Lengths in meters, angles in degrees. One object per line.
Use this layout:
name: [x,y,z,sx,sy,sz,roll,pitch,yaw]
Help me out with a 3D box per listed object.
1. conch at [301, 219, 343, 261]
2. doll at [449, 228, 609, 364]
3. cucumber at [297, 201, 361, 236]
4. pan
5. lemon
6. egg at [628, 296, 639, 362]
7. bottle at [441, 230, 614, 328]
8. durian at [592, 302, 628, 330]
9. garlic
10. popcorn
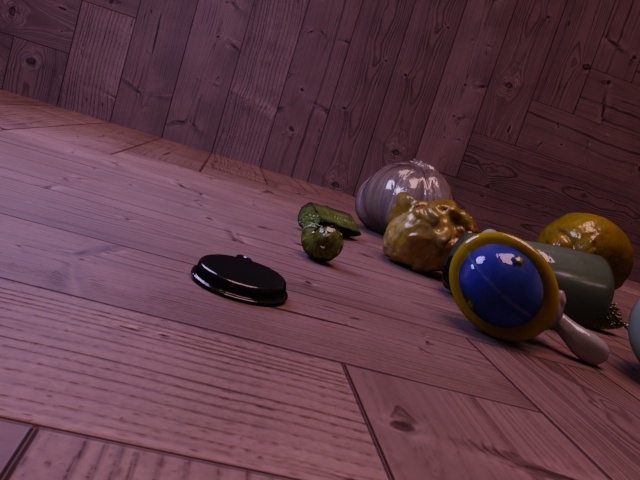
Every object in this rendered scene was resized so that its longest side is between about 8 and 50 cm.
conch: [0.000,0.000,1.205,0.089,0.074,0.121,55,-13,4]
doll: [0.347,0.115,1.061,0.311,0.159,0.242,46,5,19]
cucumber: [0.024,-0.040,1.586,0.211,0.062,0.078,15,41,-57]
pan: [-0.112,0.041,0.890,0.136,0.028,0.235,17,9,-9]
lemon: [0.811,0.046,1.905,0.285,0.285,0.316,21,12,22]
egg: [0.655,0.161,1.082,0.282,0.203,0.203,11,11,-45]
bottle: [0.425,0.078,1.306,0.347,0.168,0.168,12,10,-8]
durian: [0.634,0.165,1.451,0.215,0.086,0.100,21,-5,33]
garlic: [0.272,-0.126,1.932,0.317,0.259,0.317,21,6,-2]
popcorn: [0.252,-0.009,1.475,0.191,0.190,0.253,47,-17,-27]
